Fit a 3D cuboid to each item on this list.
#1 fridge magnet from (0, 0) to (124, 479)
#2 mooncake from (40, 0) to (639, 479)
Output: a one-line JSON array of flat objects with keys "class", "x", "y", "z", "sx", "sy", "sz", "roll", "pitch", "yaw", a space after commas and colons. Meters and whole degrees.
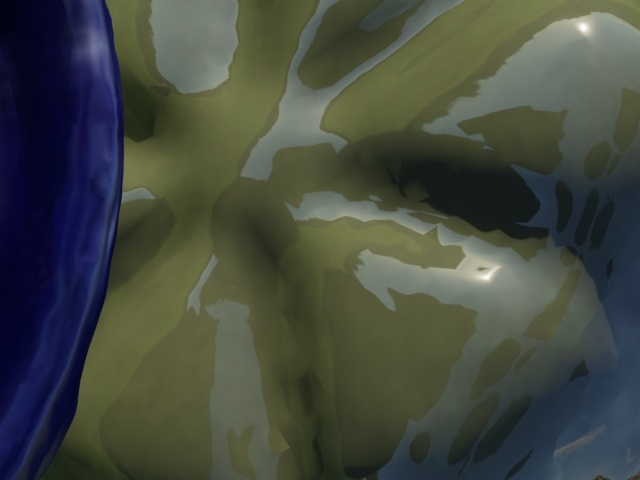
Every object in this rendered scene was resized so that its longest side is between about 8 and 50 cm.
[{"class": "fridge magnet", "x": -0.171, "y": -0.012, "z": 0.404, "sx": 0.112, "sy": 0.265, "sz": 0.265, "roll": 49, "pitch": 50, "yaw": -70}, {"class": "mooncake", "x": 0.000, "y": 0.000, "z": 0.594, "sx": 0.135, "sy": 0.275, "sz": 0.275, "roll": 44, "pitch": 60, "yaw": -54}]
